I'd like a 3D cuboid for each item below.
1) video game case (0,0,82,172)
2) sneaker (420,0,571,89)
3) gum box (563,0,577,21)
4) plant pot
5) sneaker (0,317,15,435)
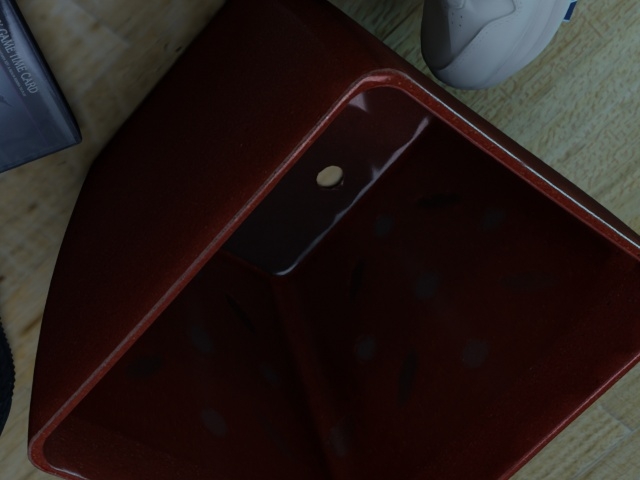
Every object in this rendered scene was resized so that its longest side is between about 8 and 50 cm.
[{"bbox_3d":[-0.286,-0.065,0.652,0.274,0.026,0.196,-20,151,-4],"label":"video game case"},{"bbox_3d":[0.067,-0.199,0.594,0.152,0.114,0.305,-4,141,-11],"label":"sneaker"},{"bbox_3d":[0.108,-0.228,0.702,0.157,0.041,0.184,5,125,-24],"label":"gum box"},{"bbox_3d":[0.000,0.000,0.712,0.267,0.236,0.267,30,113,-36],"label":"plant pot"},{"bbox_3d":[-0.256,0.077,0.800,0.082,0.069,0.209,15,136,9],"label":"sneaker"}]
